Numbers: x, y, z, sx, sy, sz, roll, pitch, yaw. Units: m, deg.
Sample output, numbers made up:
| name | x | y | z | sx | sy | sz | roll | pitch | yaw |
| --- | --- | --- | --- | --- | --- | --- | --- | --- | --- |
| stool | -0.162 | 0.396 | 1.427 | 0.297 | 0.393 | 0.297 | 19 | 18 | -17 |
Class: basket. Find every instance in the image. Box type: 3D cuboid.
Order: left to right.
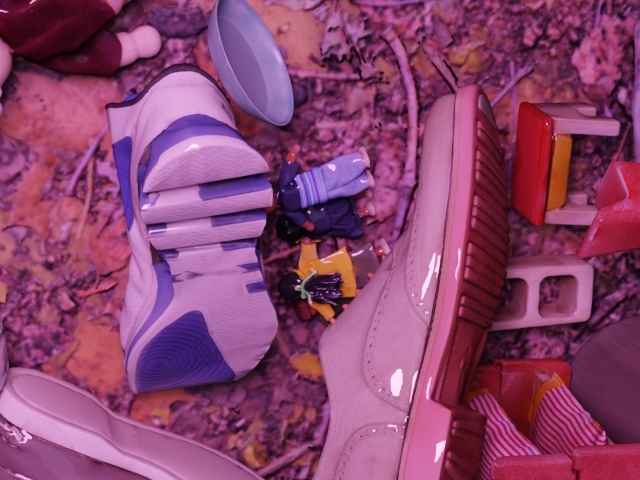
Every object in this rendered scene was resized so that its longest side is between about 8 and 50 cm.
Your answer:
| name | x | y | z | sx | sy | sz | roll | pitch | yaw |
| --- | --- | --- | --- | --- | --- | --- | --- | --- | --- |
| basket | 0.364 | 0.178 | 1.415 | 0.204 | 0.227 | 0.154 | 8 | 106 | -18 |

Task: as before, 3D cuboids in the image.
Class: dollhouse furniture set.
| name | x | y | z | sx | sy | sz | roll | pitch | yaw |
| --- | --- | --- | --- | --- | --- | --- | --- | --- | --- |
| dollhouse furniture set | 0.193 | 0.081 | 1.346 | 0.152 | 0.201 | 0.374 | -3 | 110 | -15 |

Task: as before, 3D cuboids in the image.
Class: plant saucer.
| name | x | y | z | sx | sy | sz | roll | pitch | yaw |
| --- | --- | --- | --- | --- | --- | --- | --- | --- | --- |
| plant saucer | -0.061 | -0.146 | 1.251 | 0.021 | 0.119 | 0.119 | -23 | 116 | 22 |

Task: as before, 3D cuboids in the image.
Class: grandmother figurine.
| name | x | y | z | sx | sy | sz | roll | pitch | yaw |
| --- | --- | --- | --- | --- | --- | --- | --- | --- | --- |
| grandmother figurine | -0.185 | -0.205 | 1.186 | 0.342 | 0.104 | 0.208 | -36 | 135 | -5 |

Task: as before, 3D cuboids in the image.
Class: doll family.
| name | x | y | z | sx | sy | sz | roll | pitch | yaw |
| --- | --- | --- | --- | --- | --- | --- | --- | --- | --- |
| doll family | 0.000 | 0.000 | 1.336 | 0.111 | 0.076 | 0.193 | -16 | 107 | -6 |

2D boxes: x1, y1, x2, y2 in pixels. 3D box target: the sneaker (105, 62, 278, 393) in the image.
| name | x | y | z | sx | sy | sz | roll | pitch | yaw |
| --- | --- | --- | --- | --- | --- | --- | --- | --- | --- |
| sneaker | -0.109 | -0.027 | 1.267 | 0.127 | 0.182 | 0.316 | -5 | 139 | -13 |

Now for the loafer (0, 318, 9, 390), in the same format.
| name | x | y | z | sx | sy | sz | roll | pitch | yaw |
| --- | --- | --- | --- | --- | --- | --- | --- | --- | --- |
| loafer | -0.415 | 0.108 | 1.224 | 0.319 | 0.112 | 0.111 | -17 | 123 | -16 |

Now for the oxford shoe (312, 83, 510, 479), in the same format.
| name | x | y | z | sx | sy | sz | roll | pitch | yaw |
| --- | --- | --- | --- | --- | --- | --- | --- | --- | --- |
| oxford shoe | 0.067 | 0.056 | 1.264 | 0.140 | 0.146 | 0.397 | 39 | 59 | -62 |

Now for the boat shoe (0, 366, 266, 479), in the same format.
| name | x | y | z | sx | sy | sz | roll | pitch | yaw |
| --- | --- | --- | --- | --- | --- | --- | --- | --- | --- |
| boat shoe | -0.157 | 0.225 | 1.343 | 0.324 | 0.116 | 0.097 | 28 | 103 | -19 |
